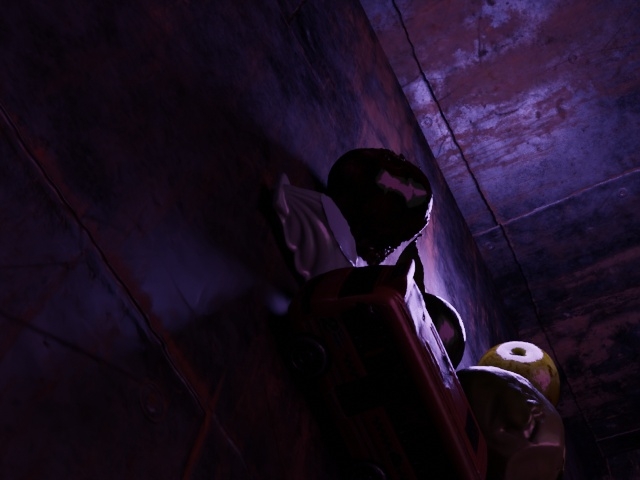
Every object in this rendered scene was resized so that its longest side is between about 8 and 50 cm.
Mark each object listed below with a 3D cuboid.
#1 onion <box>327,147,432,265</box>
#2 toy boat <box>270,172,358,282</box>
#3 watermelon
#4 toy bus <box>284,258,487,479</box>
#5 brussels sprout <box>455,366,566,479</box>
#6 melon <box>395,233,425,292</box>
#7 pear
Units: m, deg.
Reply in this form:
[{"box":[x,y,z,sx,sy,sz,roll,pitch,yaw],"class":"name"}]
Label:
[{"box":[0.131,-0.102,1.914,0.221,0.281,0.281,24,-20,45],"class":"onion"},{"box":[0.000,0.000,1.590,0.290,0.100,0.199,58,20,-33],"class":"toy boat"},{"box":[0.206,0.211,1.758,0.212,0.212,0.212,55,22,-35],"class":"watermelon"},{"box":[0.118,0.248,1.420,0.426,0.233,0.203,65,19,-10],"class":"toy bus"},{"box":[0.342,0.403,1.649,0.281,0.289,0.355,28,-2,-14],"class":"brussels sprout"},{"box":[0.207,0.112,1.925,0.053,0.114,0.261,0,97,-49],"class":"melon"},{"box":[0.598,0.451,2.530,0.283,0.284,0.283,55,22,-35],"class":"pear"}]
